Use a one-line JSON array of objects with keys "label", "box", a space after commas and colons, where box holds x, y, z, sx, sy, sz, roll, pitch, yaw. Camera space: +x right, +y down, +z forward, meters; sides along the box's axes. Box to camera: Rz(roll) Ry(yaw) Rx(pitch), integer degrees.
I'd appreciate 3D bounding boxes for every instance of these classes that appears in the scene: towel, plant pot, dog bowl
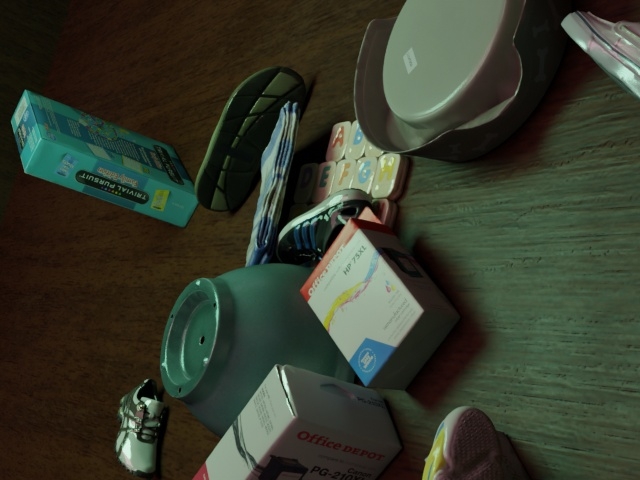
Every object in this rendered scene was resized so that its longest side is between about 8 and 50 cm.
[{"label": "towel", "box": [-0.088, -0.059, 1.739, 0.209, 0.034, 0.285, 120, 163, -60]}, {"label": "plant pot", "box": [-0.107, 0.158, 1.551, 0.293, 0.196, 0.293, -34, 47, 46]}, {"label": "dog bowl", "box": [0.188, -0.262, 1.436, 0.349, 0.102, 0.348, -37, 43, 43]}]

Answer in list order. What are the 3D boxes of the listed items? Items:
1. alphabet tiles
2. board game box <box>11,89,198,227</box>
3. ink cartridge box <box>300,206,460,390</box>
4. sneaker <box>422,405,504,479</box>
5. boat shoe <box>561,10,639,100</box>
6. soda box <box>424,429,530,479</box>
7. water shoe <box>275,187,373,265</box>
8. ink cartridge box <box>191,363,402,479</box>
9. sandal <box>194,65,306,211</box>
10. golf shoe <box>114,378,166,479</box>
[{"label": "alphabet tiles", "box": [0.031, -0.057, 1.645, 0.284, 0.021, 0.278, 0, 72, 59]}, {"label": "board game box", "box": [-0.428, -0.161, 2.135, 0.079, 0.336, 0.254, -60, 31, 16]}, {"label": "ink cartridge box", "box": [0.062, 0.067, 1.408, 0.134, 0.078, 0.231, -56, 48, 22]}, {"label": "sneaker", "box": [0.111, 0.287, 1.088, 0.126, 0.091, 0.240, -14, 62, 57]}, {"label": "boat shoe", "box": [0.352, -0.197, 1.171, 0.076, 0.083, 0.226, -46, 47, 15]}, {"label": "soda box", "box": [0.189, 0.290, 1.125, 0.069, 0.074, 0.216, -56, 32, 23]}, {"label": "water shoe", "box": [0.000, 0.000, 1.572, 0.203, 0.073, 0.080, -41, 45, 43]}, {"label": "ink cartridge box", "box": [-0.036, 0.290, 1.390, 0.237, 0.172, 0.100, -55, 34, 24]}, {"label": "sandal", "box": [-0.137, -0.187, 1.910, 0.302, 0.120, 0.086, -54, 20, 25]}, {"label": "golf shoe", "box": [-0.317, 0.330, 1.918, 0.094, 0.077, 0.198, -52, 36, 27]}]
